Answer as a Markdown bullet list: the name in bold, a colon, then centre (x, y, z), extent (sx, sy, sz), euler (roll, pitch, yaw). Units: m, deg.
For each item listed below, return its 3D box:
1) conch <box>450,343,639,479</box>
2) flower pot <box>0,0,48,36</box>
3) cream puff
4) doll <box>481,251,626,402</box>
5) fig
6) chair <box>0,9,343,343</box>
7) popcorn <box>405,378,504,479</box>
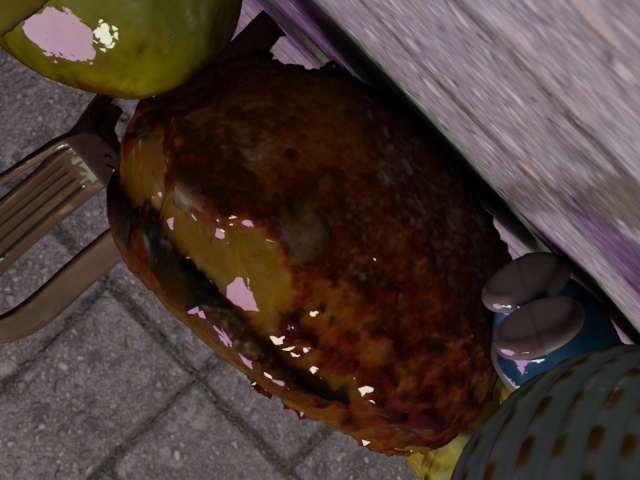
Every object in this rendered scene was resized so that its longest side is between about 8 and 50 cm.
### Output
- **conch**: centre (0.104, 0.115, 0.567), extent (0.131, 0.172, 0.200), euler (14, 163, -2)
- **flower pot**: centre (-0.171, -0.161, 0.547), extent (0.179, 0.195, 0.195), euler (60, 172, -35)
- **cream puff**: centre (0.000, 0.000, 0.891), extent (0.240, 0.164, 0.240), euler (37, -167, -10)
- **doll**: centre (0.126, 0.076, 0.824), extent (0.114, 0.085, 0.152), euler (-96, -21, -49)
- **fig**: centre (-0.103, -0.130, 0.840), extent (0.136, 0.120, 0.153), euler (2, -177, -30)
- **chair**: centre (-0.120, -0.010, 1.115), extent (0.183, 0.326, 0.175), euler (47, -177, 31)
- **popcorn**: centre (0.157, 0.144, 1.074), extent (0.168, 0.173, 0.195), euler (7, 168, -23)
